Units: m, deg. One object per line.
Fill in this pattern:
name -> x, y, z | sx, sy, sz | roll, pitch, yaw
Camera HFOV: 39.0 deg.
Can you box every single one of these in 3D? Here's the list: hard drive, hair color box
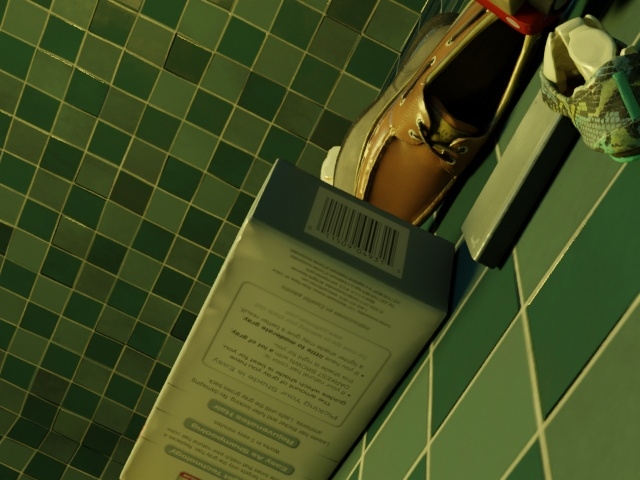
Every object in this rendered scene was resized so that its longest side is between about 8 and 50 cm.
hard drive -> 0.154, -0.051, 0.695 | 0.135, 0.022, 0.094 | -63, 5, 16
hair color box -> -0.042, 0.125, 0.878 | 0.374, 0.185, 0.113 | -60, 6, 34

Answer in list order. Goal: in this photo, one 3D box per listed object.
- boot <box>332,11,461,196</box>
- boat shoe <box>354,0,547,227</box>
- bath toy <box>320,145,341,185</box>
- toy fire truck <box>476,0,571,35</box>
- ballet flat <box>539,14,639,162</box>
boot -> 0.098, -0.107, 1.111 | 0.223, 0.118, 0.338 | -81, 13, -57
boat shoe -> 0.121, -0.125, 0.918 | 0.307, 0.110, 0.104 | -62, 4, 17
bath toy -> 0.000, 0.000, 1.543 | 0.348, 0.151, 0.129 | -65, -30, -23
toy fire truck -> 0.204, -0.288, 0.795 | 0.217, 0.158, 0.246 | -52, -15, 6
ballet flat -> 0.167, -0.105, 0.548 | 0.070, 0.070, 0.188 | -62, 9, 18
